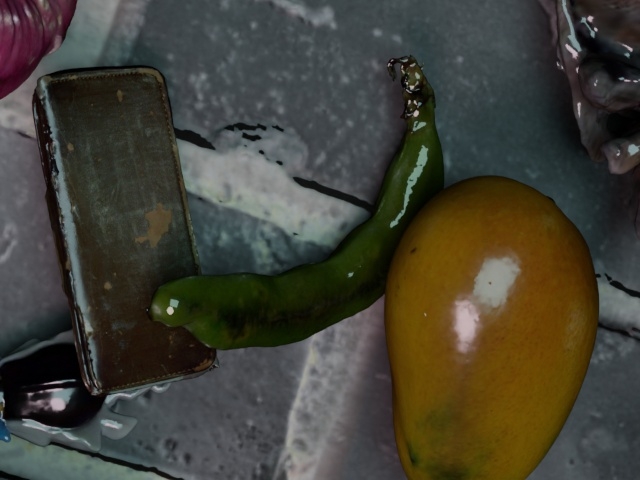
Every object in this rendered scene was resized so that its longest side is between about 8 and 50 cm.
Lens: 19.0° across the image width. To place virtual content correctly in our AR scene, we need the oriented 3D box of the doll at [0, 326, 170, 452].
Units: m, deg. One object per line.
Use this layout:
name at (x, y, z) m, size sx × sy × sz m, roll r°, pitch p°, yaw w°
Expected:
doll at (-0.203, 0.108, 1.373) m, size 0.195 × 0.070 × 0.096 m, roll -4°, pitch 75°, yaw -14°

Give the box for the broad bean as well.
broad bean at (0.000, 0.000, 1.420) m, size 0.292 × 0.049 × 0.144 m, roll -44°, pitch 124°, yaw -21°

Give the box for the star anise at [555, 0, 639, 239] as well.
star anise at (0.293, -0.129, 1.499) m, size 0.316 × 0.139 × 0.359 m, roll 25°, pitch 70°, yaw -25°

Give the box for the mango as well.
mango at (0.129, 0.073, 1.436) m, size 0.175 × 0.139 × 0.254 m, roll -17°, pitch 121°, yaw -29°

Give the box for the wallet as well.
wallet at (-0.142, -0.009, 1.373) m, size 0.122 × 0.031 × 0.232 m, roll -9°, pitch 90°, yaw -42°

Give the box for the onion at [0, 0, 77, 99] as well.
onion at (-0.273, -0.197, 1.292) m, size 0.163 × 0.230 × 0.230 m, roll -13°, pitch 100°, yaw 28°
